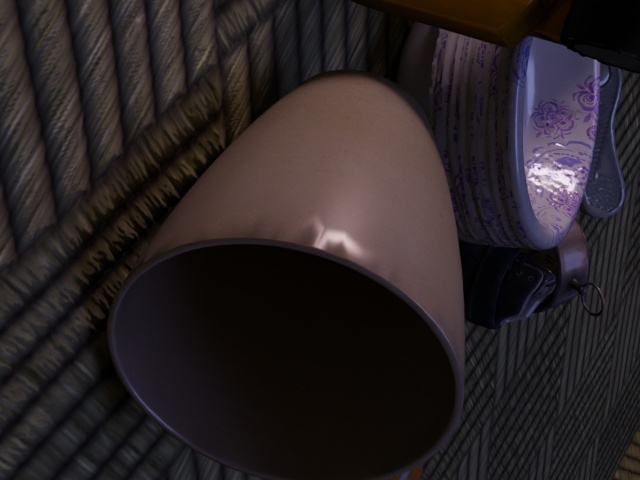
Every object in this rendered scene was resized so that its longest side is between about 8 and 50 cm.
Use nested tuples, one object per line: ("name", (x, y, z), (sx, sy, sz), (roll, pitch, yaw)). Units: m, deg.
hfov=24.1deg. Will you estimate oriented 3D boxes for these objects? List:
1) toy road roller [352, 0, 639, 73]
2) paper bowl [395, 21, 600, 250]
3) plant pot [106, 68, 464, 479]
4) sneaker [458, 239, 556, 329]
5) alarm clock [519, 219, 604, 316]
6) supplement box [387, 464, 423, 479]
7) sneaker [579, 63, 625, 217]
("toy road roller", (0.188, -0.252, 1.251), (0.240, 0.329, 0.203), (11, 97, -77))
("paper bowl", (0.170, -0.137, 1.478), (0.284, 0.148, 0.284), (7, 90, -66))
("plant pot", (0.000, 0.000, 1.145), (0.274, 0.256, 0.257), (-74, 165, -45))
("sneaker", (0.192, -0.015, 1.648), (0.086, 0.163, 0.226), (13, 94, -66))
("alarm clock", (0.258, 0.024, 1.692), (0.064, 0.192, 0.129), (-14, 131, -29))
("supplement box", (0.051, 0.217, 1.606), (0.080, 0.078, 0.233), (-62, 157, -23))
("sneaker", (0.338, -0.161, 2.015), (0.151, 0.094, 0.256), (-158, -118, -78))
